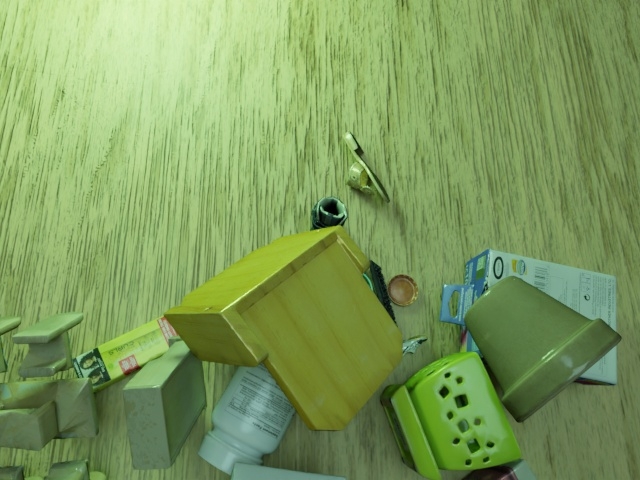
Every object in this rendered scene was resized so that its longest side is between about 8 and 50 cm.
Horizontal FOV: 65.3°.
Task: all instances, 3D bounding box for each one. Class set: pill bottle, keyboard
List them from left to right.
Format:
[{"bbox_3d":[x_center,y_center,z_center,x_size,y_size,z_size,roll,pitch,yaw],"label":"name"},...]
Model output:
[{"bbox_3d":[-0.135,0.356,1.084,0.160,0.160,0.283,29,70,2],"label":"pill bottle"},{"bbox_3d":[0.159,0.143,1.230,0.023,0.108,0.180,-18,67,12],"label":"keyboard"}]

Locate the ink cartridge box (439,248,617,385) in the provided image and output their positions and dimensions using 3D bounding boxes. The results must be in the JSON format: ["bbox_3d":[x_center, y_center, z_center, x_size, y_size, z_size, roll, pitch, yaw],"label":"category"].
[{"bbox_3d":[0.503,0.185,1.234,0.395,0.151,0.270,12,72,-5],"label":"ink cartridge box"}]

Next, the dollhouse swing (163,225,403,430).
[{"bbox_3d":[-0.058,0.185,1.049,0.347,0.315,0.305,-37,108,-40],"label":"dollhouse swing"}]

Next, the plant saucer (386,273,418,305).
[{"bbox_3d":[0.211,0.128,1.286,0.083,0.013,0.084,2,71,-6],"label":"plant saucer"}]

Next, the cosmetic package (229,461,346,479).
[{"bbox_3d":[-0.083,0.564,0.964,0.224,0.224,0.138,12,32,-7],"label":"cosmetic package"}]

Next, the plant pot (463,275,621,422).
[{"bbox_3d":[0.428,0.205,1.037,0.263,0.263,0.229,-32,61,-16],"label":"plant pot"}]

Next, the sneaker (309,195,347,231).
[{"bbox_3d":[-0.002,-0.001,1.222,0.086,0.163,0.226,19,72,-3],"label":"sneaker"}]

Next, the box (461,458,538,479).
[{"bbox_3d":[0.359,0.589,1.081,0.232,0.149,0.127,-28,77,-16],"label":"box"}]

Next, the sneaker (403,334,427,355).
[{"bbox_3d":[0.230,0.261,1.239,0.083,0.032,0.037,-19,89,-8],"label":"sneaker"}]

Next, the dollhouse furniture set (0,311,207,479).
[{"bbox_3d":[-0.461,0.321,1.005,0.394,0.256,0.362,-4,97,3],"label":"dollhouse furniture set"}]

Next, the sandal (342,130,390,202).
[{"bbox_3d":[0.102,-0.181,1.356,0.079,0.088,0.240,-32,69,16],"label":"sandal"}]

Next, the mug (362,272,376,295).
[{"bbox_3d":[0.081,0.139,1.206,0.157,0.097,0.129,-38,58,-7],"label":"mug"}]

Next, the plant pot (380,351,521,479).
[{"bbox_3d":[0.264,0.389,1.101,0.207,0.227,0.228,-18,75,-7],"label":"plant pot"}]

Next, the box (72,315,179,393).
[{"bbox_3d":[-0.429,0.256,1.130,0.232,0.058,0.087,-24,76,-15],"label":"box"}]
